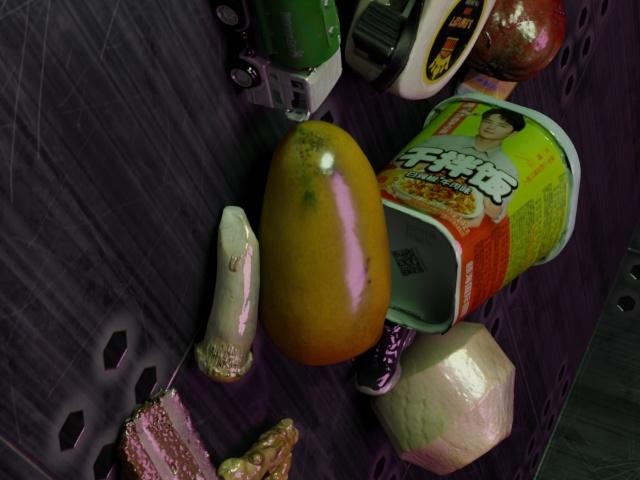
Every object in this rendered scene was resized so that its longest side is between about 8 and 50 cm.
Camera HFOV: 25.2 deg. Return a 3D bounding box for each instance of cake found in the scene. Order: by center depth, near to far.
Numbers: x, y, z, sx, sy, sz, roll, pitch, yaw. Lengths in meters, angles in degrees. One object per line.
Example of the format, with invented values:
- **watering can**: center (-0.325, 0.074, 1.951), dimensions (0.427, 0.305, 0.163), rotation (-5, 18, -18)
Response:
- **cake**: center (-0.181, 0.313, 1.711), dimensions (0.116, 0.112, 0.295), rotation (-49, 135, -46)

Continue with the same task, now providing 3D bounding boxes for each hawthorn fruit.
- **hawthorn fruit**: center (0.295, -0.357, 2.165), dimensions (0.235, 0.181, 0.181), rotation (-63, 156, -11)

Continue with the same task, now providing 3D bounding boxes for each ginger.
- **ginger**: center (-0.087, 0.304, 1.939), dimensions (0.176, 0.052, 0.193), rotation (-57, 160, -31)

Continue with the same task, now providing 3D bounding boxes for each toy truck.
- **toy truck**: center (-0.039, -0.249, 1.558), dimensions (0.101, 0.125, 0.242), rotation (-58, 154, -32)

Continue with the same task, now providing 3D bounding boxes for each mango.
- **mango**: center (0.000, 0.000, 1.752), dimensions (0.211, 0.173, 0.317), rotation (-72, 162, -66)

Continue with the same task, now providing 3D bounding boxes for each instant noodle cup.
- **instant noodle cup**: center (0.191, -0.030, 2.089), dimensions (0.308, 0.294, 0.294), rotation (-39, 140, -42)

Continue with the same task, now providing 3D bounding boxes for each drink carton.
- **drink carton**: center (0.262, -0.242, 2.298), dimensions (0.200, 0.084, 0.074), rotation (-53, 174, -40)

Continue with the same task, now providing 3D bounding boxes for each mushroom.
- **mushroom**: center (-0.105, 0.065, 1.711), dimensions (0.084, 0.071, 0.209), rotation (-26, 126, -67)

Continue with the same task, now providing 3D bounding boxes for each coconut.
- **coconut**: center (0.198, 0.241, 2.330), dimensions (0.259, 0.259, 0.259), rotation (-47, 146, -46)

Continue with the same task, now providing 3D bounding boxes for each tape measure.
- **tape measure**: center (0.110, -0.288, 1.822), dimensions (0.231, 0.133, 0.271), rotation (-62, 164, 16)

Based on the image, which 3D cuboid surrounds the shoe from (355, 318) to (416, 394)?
- **shoe**: center (0.096, 0.155, 2.223), dimensions (0.169, 0.071, 0.099), rotation (-63, 152, -32)

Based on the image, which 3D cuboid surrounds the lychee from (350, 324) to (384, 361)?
- **lychee**: center (0.043, 0.120, 2.018), dimensions (0.114, 0.101, 0.140), rotation (-43, 123, -50)
